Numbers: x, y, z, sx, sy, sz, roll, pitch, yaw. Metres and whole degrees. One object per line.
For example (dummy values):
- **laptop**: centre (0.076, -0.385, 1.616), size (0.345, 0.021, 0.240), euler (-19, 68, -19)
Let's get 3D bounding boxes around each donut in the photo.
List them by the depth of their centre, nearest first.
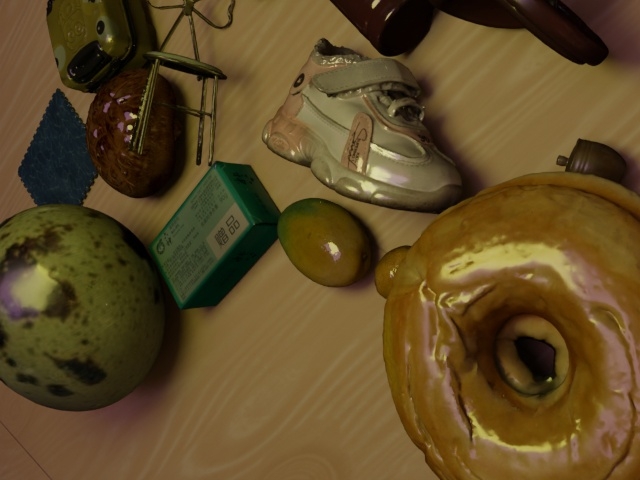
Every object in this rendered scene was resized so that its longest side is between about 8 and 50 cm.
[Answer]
- **donut**: centre (0.269, 0.140, 0.857), size (0.448, 0.198, 0.449), euler (0, 90, 34)

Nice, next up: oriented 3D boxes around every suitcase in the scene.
- **suitcase**: centre (-0.444, -0.427, 1.448), size (0.193, 0.143, 0.235), euler (-27, 73, 34)

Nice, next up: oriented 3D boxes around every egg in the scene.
- **egg**: centre (-0.458, 0.133, 1.321), size (0.345, 0.345, 0.428), euler (22, 144, 36)

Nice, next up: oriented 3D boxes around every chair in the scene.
- **chair**: centre (0.325, -0.370, 0.807), size (0.401, 0.226, 0.227), euler (-50, 62, 28)
- **chair**: centre (-0.238, -0.299, 1.230), size (0.170, 0.159, 0.326), euler (-156, 78, -68)

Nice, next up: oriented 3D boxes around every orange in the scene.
- **orange**: centre (0.123, 0.051, 1.044), size (0.095, 0.085, 0.085), euler (-26, 74, 31)

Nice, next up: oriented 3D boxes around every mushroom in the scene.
- **mushroom**: centre (-0.367, -0.211, 1.389), size (0.253, 0.153, 0.253), euler (-1, 89, 48)

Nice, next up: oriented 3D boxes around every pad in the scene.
- **pad**: centre (-0.613, -0.176, 1.660), size (0.270, 0.012, 0.269), euler (48, 117, 27)

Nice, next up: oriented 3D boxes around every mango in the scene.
- **mango**: centre (0.000, 0.000, 1.141), size (0.194, 0.091, 0.130), euler (23, 106, 45)

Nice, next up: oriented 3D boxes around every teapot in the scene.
- **teapot**: centre (0.336, -0.079, 0.906), size (0.080, 0.085, 0.110), euler (19, 132, 14)

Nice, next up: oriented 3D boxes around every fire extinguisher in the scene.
- **fire extinguisher**: centre (0.041, -0.435, 1.091), size (0.337, 0.135, 0.114), euler (52, 151, 22)

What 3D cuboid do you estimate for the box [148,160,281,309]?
- **box**: centre (-0.190, -0.007, 1.282), size (0.245, 0.092, 0.153), euler (-46, 65, 29)

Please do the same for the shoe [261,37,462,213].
- **shoe**: centre (0.067, -0.169, 1.032), size (0.351, 0.171, 0.198), euler (31, 108, 34)
